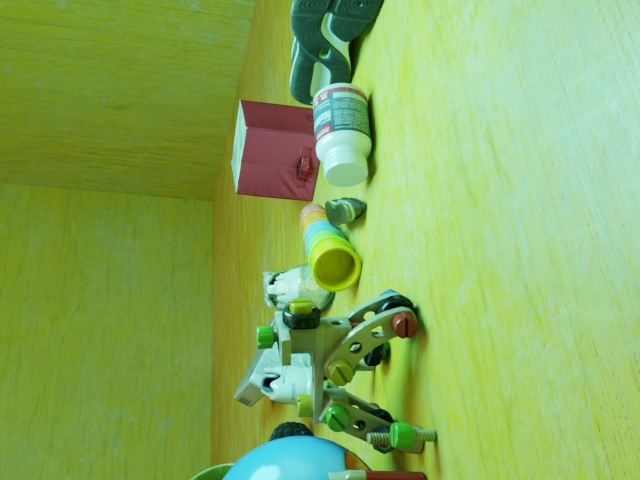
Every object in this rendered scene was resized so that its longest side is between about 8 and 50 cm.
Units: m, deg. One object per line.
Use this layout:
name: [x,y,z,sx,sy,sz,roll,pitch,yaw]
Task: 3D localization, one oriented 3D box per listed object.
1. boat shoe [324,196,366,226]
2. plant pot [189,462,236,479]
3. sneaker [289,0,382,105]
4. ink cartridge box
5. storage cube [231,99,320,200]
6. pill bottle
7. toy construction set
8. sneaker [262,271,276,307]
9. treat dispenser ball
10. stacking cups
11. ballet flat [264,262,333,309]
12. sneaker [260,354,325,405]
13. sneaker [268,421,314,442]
boat shoe: [0.049,-0.057,1.578,0.152,0.049,0.056,-164,61,-72]
plant pot: [-0.220,0.778,2.067,0.274,0.275,0.293,-106,9,-56]
sneaker: [0.008,-0.508,1.632,0.447,0.169,0.257,111,157,-57]
ink cartridge box: [-0.138,0.311,2.209,0.261,0.066,0.296,-63,4,-24]
storage cube: [-0.111,-0.225,1.991,0.215,0.193,0.183,-106,24,-58]
pill bottle: [0.043,-0.198,1.521,0.108,0.108,0.180,115,155,-56]
toy construction set: [0.019,0.222,1.199,0.308,0.237,0.257,-101,20,-47]
sneaker: [-0.112,0.130,2.115,0.235,0.090,0.094,110,166,-83]
treat dispenser ball: [-0.030,0.446,1.229,0.288,0.288,0.288,-176,90,-77]
stacking cups: [0.000,0.000,1.654,0.316,0.096,0.095,-119,36,-66]
ballet flat: [-0.061,0.112,1.840,0.348,0.123,0.123,154,119,-74]
sneaker: [-0.076,0.308,1.811,0.297,0.130,0.110,167,106,-77]
sneaker: [-0.060,0.528,1.734,0.283,0.107,0.124,-103,16,-52]
